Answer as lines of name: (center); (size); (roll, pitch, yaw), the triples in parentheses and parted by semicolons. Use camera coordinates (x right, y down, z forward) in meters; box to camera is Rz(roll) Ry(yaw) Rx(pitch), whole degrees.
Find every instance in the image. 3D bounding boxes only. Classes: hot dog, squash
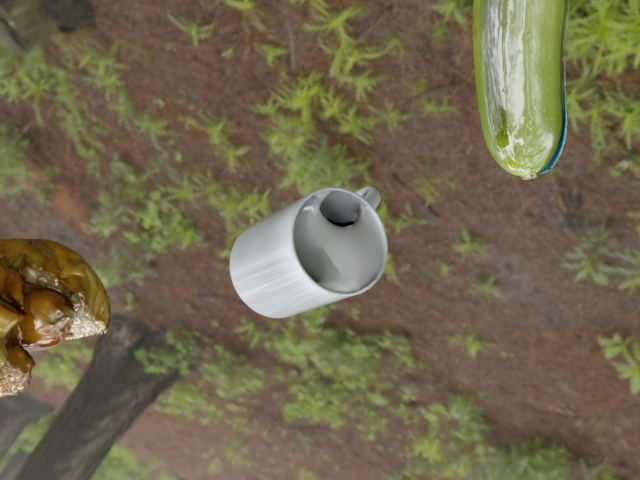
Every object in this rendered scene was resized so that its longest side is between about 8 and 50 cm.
hot dog: (-0.311, 0.059, 0.684); (0.348, 0.117, 0.158); (0, -176, 29)
squash: (0.192, -0.229, 0.942); (0.094, 0.094, 0.341); (9, 103, 43)

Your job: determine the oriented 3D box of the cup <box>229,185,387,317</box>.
cup: (0.001, 0.010, 0.907); (0.133, 0.136, 0.099); (-26, 80, 56)
